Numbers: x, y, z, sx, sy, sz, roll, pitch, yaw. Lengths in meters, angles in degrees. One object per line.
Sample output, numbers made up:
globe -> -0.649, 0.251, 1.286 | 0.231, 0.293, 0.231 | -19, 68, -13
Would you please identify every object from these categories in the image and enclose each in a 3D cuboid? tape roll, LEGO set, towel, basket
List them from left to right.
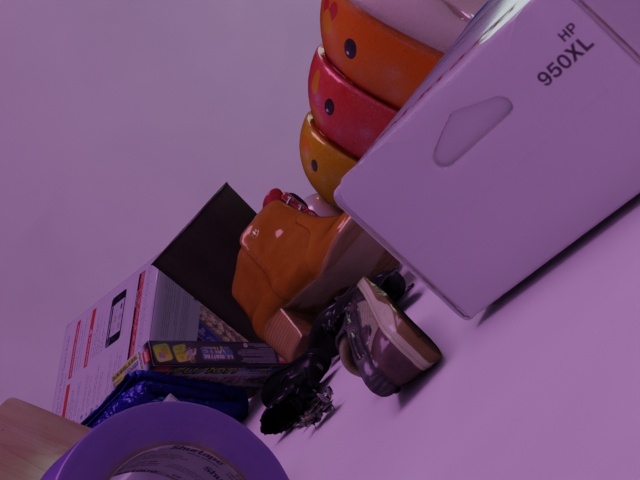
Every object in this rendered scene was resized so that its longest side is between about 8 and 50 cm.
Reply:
towel -> -0.258, 0.279, 1.695 | 0.308, 0.076, 0.228 | -42, -27, 19
tape roll -> -0.111, 0.214, 0.925 | 0.189, 0.189, 0.080 | -51, 5, -35
basket -> -0.098, 0.051, 1.818 | 0.154, 0.227, 0.204 | -47, 4, 3
LEGO set -> -0.002, 0.171, 1.312 | 0.054, 0.023, 0.083 | -46, -8, -6

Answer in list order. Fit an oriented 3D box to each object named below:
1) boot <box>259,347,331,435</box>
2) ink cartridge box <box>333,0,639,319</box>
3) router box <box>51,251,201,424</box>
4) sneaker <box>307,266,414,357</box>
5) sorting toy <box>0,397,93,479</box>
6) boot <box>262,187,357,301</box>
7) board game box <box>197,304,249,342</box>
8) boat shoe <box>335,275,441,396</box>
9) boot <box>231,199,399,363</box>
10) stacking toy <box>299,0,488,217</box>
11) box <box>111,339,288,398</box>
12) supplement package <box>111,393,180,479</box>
boot -> -0.040, 0.176, 1.442 | 0.121, 0.045, 0.099 | -42, 10, 38
ink cartridge box -> 0.215, -0.153, 1.136 | 0.285, 0.166, 0.395 | -44, 5, 41
router box -> -0.304, 0.227, 2.001 | 0.301, 0.082, 0.335 | -34, 42, 43
sneaker -> 0.039, 0.083, 1.437 | 0.170, 0.051, 0.089 | -42, 2, 22
sorting toy -> -0.289, 0.305, 1.458 | 0.255, 0.257, 0.089 | -56, -13, -71
boot -> 0.000, 0.000, 1.692 | 0.088, 0.176, 0.244 | -46, 7, -10
board game box -> -0.208, 0.182, 2.199 | 0.291, 0.141, 0.232 | -44, 6, 31
boat shoe -> 0.048, 0.088, 1.182 | 0.073, 0.080, 0.223 | -42, 10, -1
boot -> -0.006, -0.006, 1.575 | 0.295, 0.104, 0.211 | -59, 39, 15
stacking toy -> 0.084, -0.152, 1.918 | 0.350, 0.351, 0.480 | -61, -3, -69
box -> -0.154, 0.170, 1.717 | 0.207, 0.036, 0.114 | 4, -31, -35
supplement package -> -0.131, 0.244, 1.132 | 0.134, 0.139, 0.244 | -49, 6, 2
